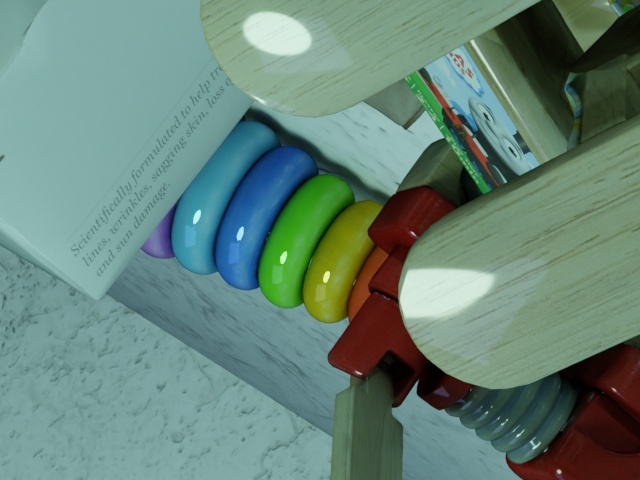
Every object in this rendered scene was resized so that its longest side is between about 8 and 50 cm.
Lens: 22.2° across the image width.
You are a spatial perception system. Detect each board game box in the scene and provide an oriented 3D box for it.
[{"bbox_3d":[0.081,-0.070,0.679,0.160,0.039,0.211,55,172,0],"label":"board game box"}]

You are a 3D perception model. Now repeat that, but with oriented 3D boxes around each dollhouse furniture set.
[{"bbox_3d":[0.000,-0.095,0.421,0.242,0.161,0.212,55,-157,-16],"label":"dollhouse furniture set"}]

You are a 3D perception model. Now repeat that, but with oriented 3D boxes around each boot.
[{"bbox_3d":[0.025,-0.100,0.879,0.087,0.042,0.118,39,169,-1],"label":"boot"}]

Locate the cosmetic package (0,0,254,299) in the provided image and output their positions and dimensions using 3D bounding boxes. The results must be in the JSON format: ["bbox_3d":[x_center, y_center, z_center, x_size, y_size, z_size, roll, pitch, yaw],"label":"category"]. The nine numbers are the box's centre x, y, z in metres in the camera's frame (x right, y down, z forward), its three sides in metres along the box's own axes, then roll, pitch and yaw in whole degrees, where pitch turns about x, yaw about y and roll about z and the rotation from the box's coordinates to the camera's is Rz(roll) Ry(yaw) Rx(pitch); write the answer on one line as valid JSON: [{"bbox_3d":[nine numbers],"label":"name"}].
[{"bbox_3d":[-0.218,-0.135,1.027,0.385,0.217,0.156,28,166,47],"label":"cosmetic package"}]

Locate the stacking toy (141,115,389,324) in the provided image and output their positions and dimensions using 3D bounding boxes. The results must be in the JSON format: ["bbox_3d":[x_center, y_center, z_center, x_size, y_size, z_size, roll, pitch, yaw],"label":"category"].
[{"bbox_3d":[0.000,0.000,1.198,0.330,0.141,0.141,26,167,14],"label":"stacking toy"}]

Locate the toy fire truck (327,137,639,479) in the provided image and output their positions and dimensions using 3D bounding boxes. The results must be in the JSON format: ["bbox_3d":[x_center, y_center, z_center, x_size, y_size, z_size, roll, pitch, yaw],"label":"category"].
[{"bbox_3d":[0.099,0.087,0.882,0.217,0.246,0.158,39,169,-10],"label":"toy fire truck"}]
